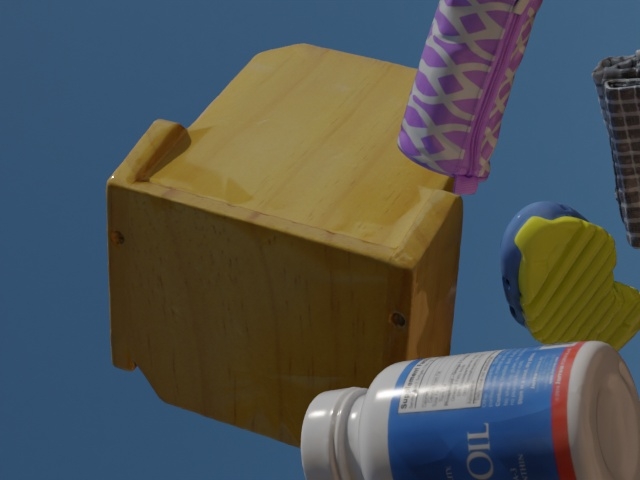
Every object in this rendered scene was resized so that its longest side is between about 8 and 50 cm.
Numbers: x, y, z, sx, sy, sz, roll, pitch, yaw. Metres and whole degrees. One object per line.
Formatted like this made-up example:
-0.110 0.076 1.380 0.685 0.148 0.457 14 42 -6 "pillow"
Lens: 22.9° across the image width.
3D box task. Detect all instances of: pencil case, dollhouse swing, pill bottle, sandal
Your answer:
0.127 -0.147 1.250 0.086 0.088 0.206 -4 -57 -35 "pencil case"
0.000 0.000 1.683 0.305 0.347 0.315 -41 -41 -53 "dollhouse swing"
0.104 0.142 1.109 0.124 0.221 0.124 25 -120 -55 "pill bottle"
0.230 0.035 1.601 0.126 0.138 0.317 -46 -28 -2 "sandal"

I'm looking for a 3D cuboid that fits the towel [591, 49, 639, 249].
0.456 -0.108 1.764 0.121 0.284 0.235 -72 -29 -47 "towel"
